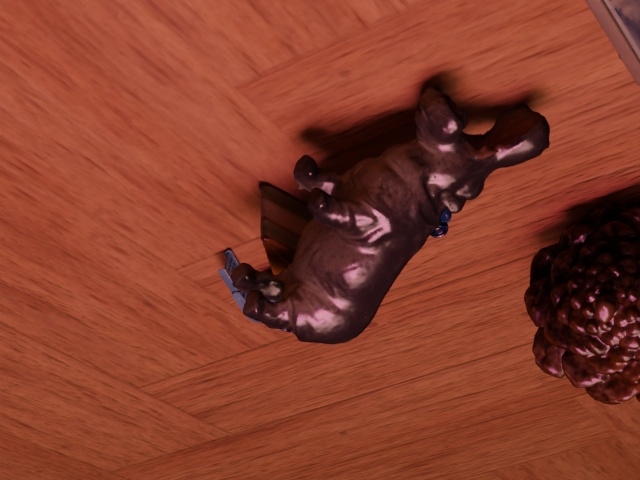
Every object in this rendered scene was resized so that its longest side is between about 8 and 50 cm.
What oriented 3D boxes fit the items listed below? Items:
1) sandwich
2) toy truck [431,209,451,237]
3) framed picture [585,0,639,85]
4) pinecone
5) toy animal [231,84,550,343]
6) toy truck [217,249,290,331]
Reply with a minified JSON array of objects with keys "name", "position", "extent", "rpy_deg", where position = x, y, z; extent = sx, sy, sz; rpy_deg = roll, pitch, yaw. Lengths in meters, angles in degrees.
[{"name":"sandwich","position":[0.000,0.000,1.248],"extent":[0.113,0.079,0.163],"rpy_deg":[-8,148,4]},{"name":"toy truck","position":[0.101,-0.044,1.223],"extent":[0.073,0.056,0.090],"rpy_deg":[-16,135,7]},{"name":"framed picture","position":[0.281,-0.243,0.884],"extent":[0.184,0.016,0.250],"rpy_deg":[-23,129,27]},{"name":"pinecone","position":[0.375,0.074,1.311],"extent":[0.244,0.244,0.309],"rpy_deg":[-31,153,36]},{"name":"toy animal","position":[0.061,-0.032,1.115],"extent":[0.168,0.106,0.343],"rpy_deg":[35,109,-32]},{"name":"toy truck","position":[-0.068,0.058,1.358],"extent":[0.074,0.063,0.136],"rpy_deg":[6,150,19]}]
